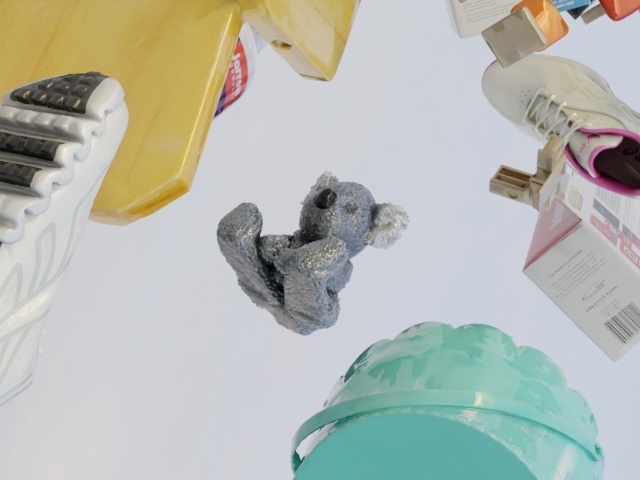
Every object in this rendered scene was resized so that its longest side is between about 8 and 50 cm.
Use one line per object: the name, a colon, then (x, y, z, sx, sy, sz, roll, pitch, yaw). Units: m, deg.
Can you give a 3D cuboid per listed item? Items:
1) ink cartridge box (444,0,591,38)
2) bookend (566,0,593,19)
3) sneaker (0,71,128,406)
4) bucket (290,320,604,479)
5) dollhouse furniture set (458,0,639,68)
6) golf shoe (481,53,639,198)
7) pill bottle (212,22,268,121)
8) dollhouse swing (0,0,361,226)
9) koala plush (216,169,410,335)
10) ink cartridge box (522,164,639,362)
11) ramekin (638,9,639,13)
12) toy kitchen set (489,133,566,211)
ink cartridge box: (0.225, -0.397, 1.909, 0.168, 0.171, 0.233, -82, 158, -77)
bookend: (0.408, -0.408, 2.075, 0.157, 0.072, 0.156, -41, 175, -30)
sneaker: (-0.208, 0.022, 0.938, 0.110, 0.118, 0.292, 17, -113, 39)
bucket: (0.103, 0.222, 1.308, 0.281, 0.281, 0.183, -59, 177, 21)
dollhouse furniture set: (0.236, -0.329, 1.383, 0.262, 0.259, 0.135, -34, -176, -17)
golf shoe: (0.324, -0.143, 1.856, 0.140, 0.306, 0.115, -20, 136, -59)
pill bottle: (-0.196, -0.187, 1.676, 0.323, 0.181, 0.181, -43, -172, -33)
dollhouse swing: (-0.181, -0.146, 1.313, 0.315, 0.346, 0.305, 36, 63, -71)
koala plush: (0.000, 0.000, 2.115, 0.196, 0.203, 0.221, 22, -122, 30)
ink cartridge box: (0.419, -0.003, 2.333, 0.130, 0.272, 0.309, -43, -174, 25)
ramekin: (0.643, -0.382, 2.345, 0.148, 0.303, 0.303, 58, 46, -71)
toy kitchen set: (0.218, -0.070, 1.628, 0.068, 0.075, 0.083, -53, 152, -37)
